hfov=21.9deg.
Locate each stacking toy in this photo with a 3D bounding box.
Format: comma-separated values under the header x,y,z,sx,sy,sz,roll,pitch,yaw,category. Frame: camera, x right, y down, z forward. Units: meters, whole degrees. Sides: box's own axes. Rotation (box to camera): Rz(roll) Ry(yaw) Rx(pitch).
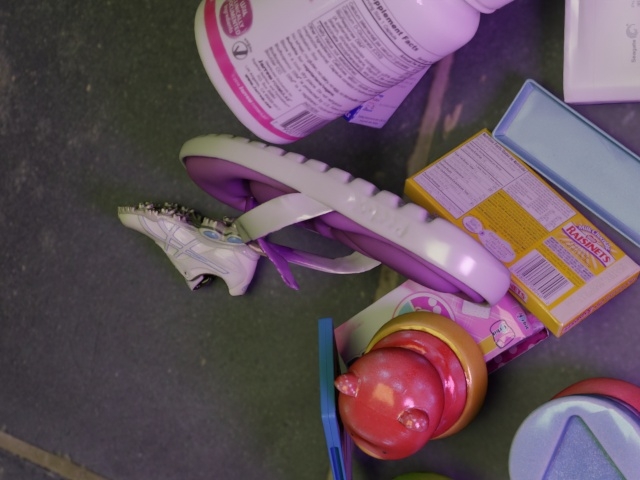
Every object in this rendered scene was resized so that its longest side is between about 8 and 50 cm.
x,y,z,sx,sy,sz,roll,pitch,yaw,category
0.144,0.233,1.457,0.309,0.130,0.280,15,105,21,stacking toy

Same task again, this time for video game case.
x,y,z,sx,sy,sz,roll,pitch,yaw,category
0.015,0.171,1.547,0.015,0.166,0.119,-5,45,4,video game case

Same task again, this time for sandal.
x,y,z,sx,sy,sz,roll,pitch,yaw,category
-0.009,-0.007,1.531,0.416,0.169,0.102,20,76,47,sandal

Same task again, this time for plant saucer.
x,y,z,sx,sy,sz,roll,pitch,yaw,category
0.247,-0.069,1.512,0.192,0.018,0.067,40,108,24,plant saucer

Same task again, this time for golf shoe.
x,y,z,sx,sy,sz,roll,pitch,yaw,category
-0.143,0.008,1.720,0.176,0.069,0.086,16,102,31,golf shoe

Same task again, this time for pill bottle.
x,y,z,sx,sy,sz,roll,pitch,yaw,category
0.041,-0.216,1.478,0.283,0.160,0.160,-28,74,26,pill bottle

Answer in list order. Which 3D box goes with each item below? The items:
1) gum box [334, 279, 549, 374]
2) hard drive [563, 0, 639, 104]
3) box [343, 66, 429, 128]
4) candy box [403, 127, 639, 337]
x,y,z,sx,sy,sz,roll,pitch,yaw,category
0.115,0.086,1.562,0.188,0.062,0.107,-36,71,24,gum box
0.368,-0.228,1.437,0.318,0.040,0.210,1,89,31,hard drive
0.044,-0.201,1.611,0.126,0.072,0.137,46,110,23,box
0.182,-0.010,1.510,0.206,0.105,0.027,45,150,24,candy box
